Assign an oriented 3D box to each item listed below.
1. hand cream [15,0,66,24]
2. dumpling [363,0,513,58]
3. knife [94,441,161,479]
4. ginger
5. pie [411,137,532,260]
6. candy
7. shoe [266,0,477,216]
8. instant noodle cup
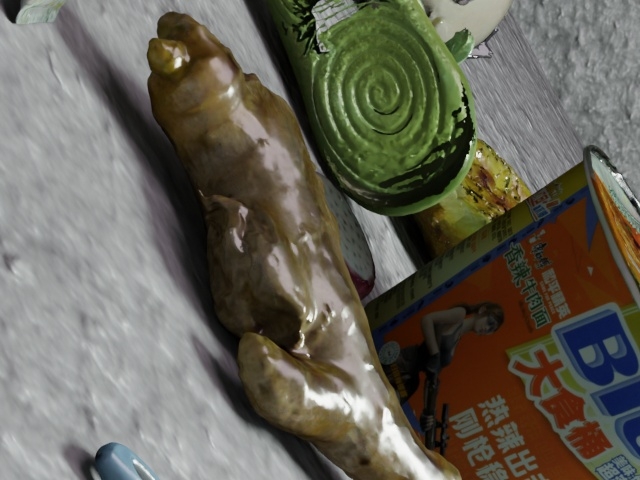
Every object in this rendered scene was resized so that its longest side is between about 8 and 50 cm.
[{"bbox_3d":[-0.119,-0.207,1.013,0.042,0.194,0.067,24,13,3],"label":"hand cream"},{"bbox_3d":[0.105,-0.284,2.015,0.204,0.163,0.293,30,9,14],"label":"dumpling"},{"bbox_3d":[-0.023,0.201,0.905,0.313,0.019,0.044,56,13,-30],"label":"knife"},{"bbox_3d":[-0.025,0.020,1.110,0.166,0.080,0.333,-8,77,-59],"label":"ginger"},{"bbox_3d":[0.172,0.022,1.733,0.355,0.103,0.288,54,11,-24],"label":"pie"},{"bbox_3d":[0.000,0.000,1.286,0.103,0.043,0.103,56,16,-25],"label":"candy"},{"bbox_3d":[0.049,-0.149,1.530,0.262,0.140,0.128,63,17,9],"label":"shoe"},{"bbox_3d":[0.171,0.105,1.343,0.296,0.214,0.296,56,15,-24],"label":"instant noodle cup"}]
